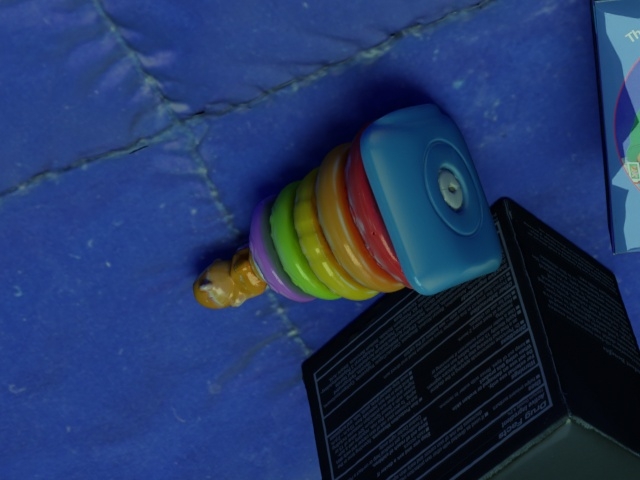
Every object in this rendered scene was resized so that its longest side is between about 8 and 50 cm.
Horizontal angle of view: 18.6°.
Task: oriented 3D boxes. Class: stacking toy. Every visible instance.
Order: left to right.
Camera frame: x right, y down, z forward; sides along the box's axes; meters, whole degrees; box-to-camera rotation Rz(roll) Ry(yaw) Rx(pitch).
[{"bbox_3d":[0.000,0.000,1.802,0.302,0.165,0.175,-22,177,33],"label":"stacking toy"}]

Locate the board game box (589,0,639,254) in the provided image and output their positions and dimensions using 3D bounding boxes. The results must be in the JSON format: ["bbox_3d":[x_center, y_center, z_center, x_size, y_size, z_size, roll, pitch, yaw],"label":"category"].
[{"bbox_3d":[0.417,-0.123,1.699,0.347,0.078,0.233,-5,108,6],"label":"board game box"}]

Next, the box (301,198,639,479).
[{"bbox_3d":[0.156,0.179,1.869,0.183,0.294,0.296,33,120,-31],"label":"box"}]
